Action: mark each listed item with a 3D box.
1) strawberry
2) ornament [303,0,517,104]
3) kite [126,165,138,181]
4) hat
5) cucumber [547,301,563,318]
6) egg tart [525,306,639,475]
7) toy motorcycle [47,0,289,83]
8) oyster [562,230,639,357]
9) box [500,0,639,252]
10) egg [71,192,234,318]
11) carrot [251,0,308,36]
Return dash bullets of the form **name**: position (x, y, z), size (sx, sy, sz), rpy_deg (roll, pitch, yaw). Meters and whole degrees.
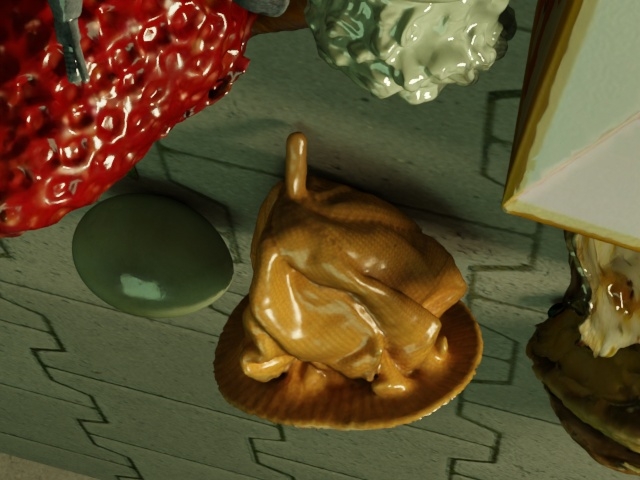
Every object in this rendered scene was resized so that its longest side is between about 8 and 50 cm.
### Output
- **strawberry**: position (-0.160, -0.113, 1.118), size (0.205, 0.244, 0.205), rpy_deg (19, 161, 6)
- **ornament**: position (0.052, -0.166, 0.978), size (0.130, 0.120, 0.285), rpy_deg (4, 162, 2)
- **kite**: position (-0.247, -0.093, 1.605), size (0.198, 0.006, 0.244), rpy_deg (30, 157, -34)
- **hat**: position (0.000, 0.000, 1.498), size (0.233, 0.244, 0.233), rpy_deg (-13, 126, 0)
- **cucumber**: position (0.252, 0.067, 1.601), size (0.032, 0.032, 0.133), rpy_deg (31, 157, -36)
- **egg tart**: position (0.301, 0.077, 1.370), size (0.297, 0.132, 0.297), rpy_deg (4, -156, -2)
- **toy motorcycle**: position (-0.112, -0.207, 0.876), size (0.263, 0.157, 0.091), rpy_deg (55, 154, -1)
- **oyster**: position (0.222, -0.023, 1.184), size (0.111, 0.204, 0.396), rpy_deg (49, 174, 29)
- **box**: position (0.246, -0.124, 0.685), size (0.283, 0.214, 0.259), rpy_deg (17, 125, -1)
- **egg**: position (-0.155, 0.015, 1.663), size (0.152, 0.114, 0.114), rpy_deg (16, 161, -2)
- **carrot**: position (-0.036, -0.156, 1.211), size (0.048, 0.048, 0.216), rpy_deg (26, 163, -26)
